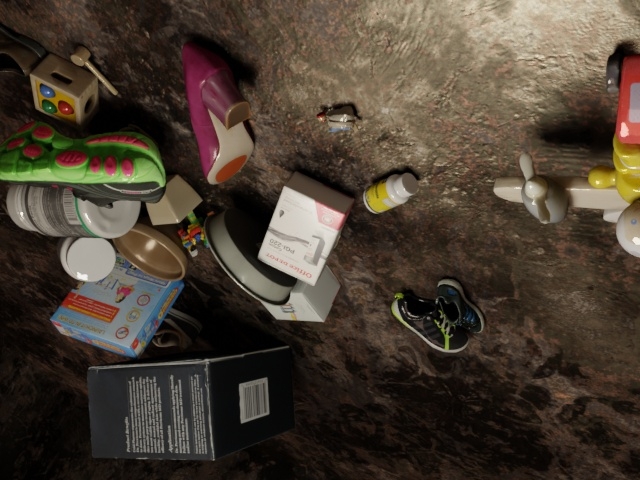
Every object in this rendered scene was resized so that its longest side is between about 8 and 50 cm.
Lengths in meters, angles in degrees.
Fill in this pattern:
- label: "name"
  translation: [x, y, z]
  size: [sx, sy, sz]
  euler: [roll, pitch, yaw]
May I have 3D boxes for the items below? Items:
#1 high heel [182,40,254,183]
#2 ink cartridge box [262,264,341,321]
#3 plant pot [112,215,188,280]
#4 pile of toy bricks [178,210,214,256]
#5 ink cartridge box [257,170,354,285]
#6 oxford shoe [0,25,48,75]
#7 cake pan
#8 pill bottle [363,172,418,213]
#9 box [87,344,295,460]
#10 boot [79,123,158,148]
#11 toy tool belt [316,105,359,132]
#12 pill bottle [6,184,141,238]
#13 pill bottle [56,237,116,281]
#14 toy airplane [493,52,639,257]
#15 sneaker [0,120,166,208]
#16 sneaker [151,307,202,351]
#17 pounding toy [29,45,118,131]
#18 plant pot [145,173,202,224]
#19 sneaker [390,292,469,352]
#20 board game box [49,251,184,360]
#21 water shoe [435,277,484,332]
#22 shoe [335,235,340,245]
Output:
- label: "high heel"
  translation: [-0.236, -0.268, 1.530]
  size: [0.181, 0.127, 0.377]
  euler: [53, 154, 12]
- label: "ink cartridge box"
  translation: [-0.063, 0.133, 1.901]
  size: [0.176, 0.128, 0.127]
  euler: [-1, 138, 38]
- label: "plant pot"
  translation: [-0.477, 0.006, 2.036]
  size: [0.237, 0.110, 0.237]
  euler: [19, 146, 13]
- label: "pile of toy bricks"
  translation: [-0.337, -0.041, 1.901]
  size: [0.105, 0.118, 0.212]
  euler: [56, 163, 5]
- label: "ink cartridge box"
  translation: [-0.037, -0.025, 1.624]
  size: [0.158, 0.092, 0.218]
  euler: [25, 124, 4]
- label: "oxford shoe"
  translation: [-0.761, -0.448, 1.621]
  size: [0.227, 0.096, 0.083]
  euler: [23, 149, 10]
- label: "cake pan"
  translation: [-0.163, 0.032, 1.733]
  size: [0.054, 0.293, 0.293]
  euler: [-41, 113, 18]
- label: "pill bottle"
  translation: [0.150, -0.103, 1.481]
  size: [0.065, 0.065, 0.116]
  euler: [41, 144, -21]
- label: "box"
  translation: [-0.402, 0.510, 2.248]
  size: [0.471, 0.298, 0.479]
  euler: [-6, 174, 27]
- label: "boot"
  translation: [-0.513, -0.236, 1.757]
  size: [0.213, 0.077, 0.165]
  euler: [25, 148, -6]
- label: "toy tool belt"
  translation: [0.035, -0.234, 1.393]
  size: [0.083, 0.052, 0.051]
  euler: [0, 130, 36]
- label: "pill bottle"
  translation: [-0.695, -0.109, 1.944]
  size: [0.360, 0.204, 0.204]
  euler: [2, 140, 34]
- label: "pill bottle"
  translation: [-0.706, 0.038, 2.107]
  size: [0.160, 0.160, 0.283]
  euler: [42, 169, -22]
- label: "toy airplane"
  translation: [0.513, -0.071, 1.077]
  size: [0.384, 0.273, 0.386]
  euler: [31, 147, -7]
- label: "sneaker"
  translation: [-0.589, -0.159, 1.680]
  size: [0.482, 0.185, 0.202]
  euler: [10, 147, 20]
- label: "sneaker"
  translation: [-0.595, 0.294, 2.508]
  size: [0.320, 0.128, 0.126]
  euler: [21, 148, 12]
- label: "pounding toy"
  translation: [-0.574, -0.353, 1.619]
  size: [0.181, 0.094, 0.206]
  euler: [27, 148, 0]
- label: "plant pot"
  translation: [-0.397, -0.113, 1.828]
  size: [0.109, 0.109, 0.096]
  euler: [-4, 124, 38]
- label: "sneaker"
  translation: [0.287, 0.211, 1.802]
  size: [0.234, 0.084, 0.097]
  euler: [28, 146, -1]
- label: "board game box"
  translation: [-0.650, 0.199, 2.248]
  size: [0.308, 0.302, 0.086]
  euler: [16, 146, 18]
- label: "water shoe"
  translation: [0.338, 0.181, 1.726]
  size: [0.072, 0.080, 0.203]
  euler: [-7, 134, 42]
- label: "shoe"
  translation: [0.000, 0.000, 1.740]
  size: [0.076, 0.058, 0.219]
  euler: [49, 137, 12]
